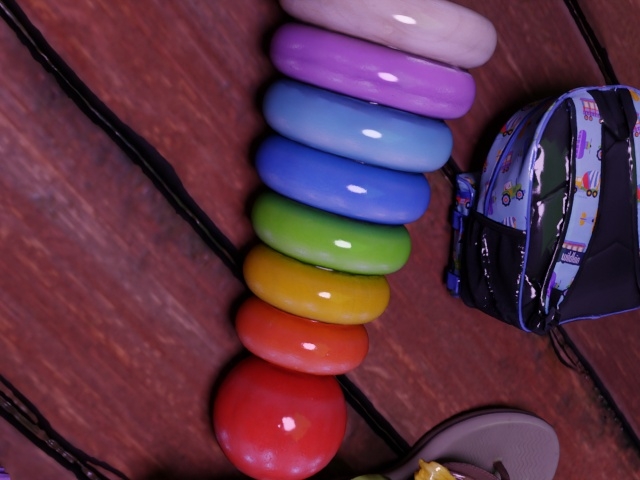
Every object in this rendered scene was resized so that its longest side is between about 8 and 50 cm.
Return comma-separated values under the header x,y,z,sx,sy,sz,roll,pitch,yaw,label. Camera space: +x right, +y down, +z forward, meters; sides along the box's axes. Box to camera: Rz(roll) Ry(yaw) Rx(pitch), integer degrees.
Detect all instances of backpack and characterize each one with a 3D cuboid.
x,y,z,sx,sy,sz,roll,pitch,yaw,label
0.178,-0.031,0.847,0.158,0.117,0.173,-9,107,-33,backpack

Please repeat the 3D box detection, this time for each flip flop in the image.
x,y,z,sx,sy,sz,roll,pitch,yaw,label
0.080,0.208,0.861,0.277,0.080,0.112,-11,108,-33,flip flop

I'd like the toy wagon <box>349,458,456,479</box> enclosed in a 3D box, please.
x,y,z,sx,sy,sz,roll,pitch,yaw,label
-0.044,0.266,0.740,0.344,0.068,0.267,-42,127,-14,toy wagon

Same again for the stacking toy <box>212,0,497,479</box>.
x,y,z,sx,sy,sz,roll,pitch,yaw,label
0.000,0.000,0.733,0.141,0.141,0.330,9,102,-37,stacking toy

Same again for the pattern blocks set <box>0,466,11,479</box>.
x,y,z,sx,sy,sz,roll,pitch,yaw,label
-0.231,0.289,0.694,0.285,0.026,0.324,-9,107,-33,pattern blocks set
